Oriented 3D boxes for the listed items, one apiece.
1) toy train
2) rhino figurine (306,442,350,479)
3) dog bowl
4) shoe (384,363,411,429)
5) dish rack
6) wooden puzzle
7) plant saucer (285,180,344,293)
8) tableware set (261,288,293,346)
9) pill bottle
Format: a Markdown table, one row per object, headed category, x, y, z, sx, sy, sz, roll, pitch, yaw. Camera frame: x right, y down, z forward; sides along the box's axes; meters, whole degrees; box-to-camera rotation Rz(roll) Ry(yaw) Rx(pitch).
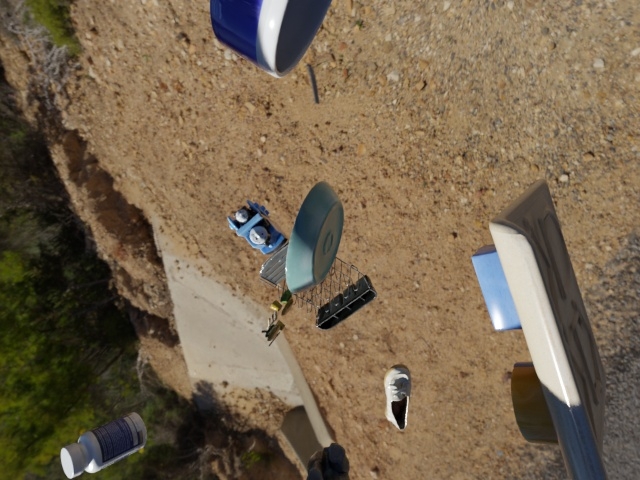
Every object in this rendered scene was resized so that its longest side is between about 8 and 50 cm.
| category | x | y | z | sx | sy | sz | roll | pitch | yaw |
| --- | --- | --- | --- | --- | --- | --- | --- | --- | --- |
| toy train | -0.134 | -0.025 | 0.887 | 0.080 | 0.184 | 0.105 | -41 | 83 | 1 |
| rhino figurine | 0.027 | 0.425 | 0.581 | 0.073 | 0.243 | 0.106 | -9 | 158 | -4 |
| dog bowl | -0.050 | -0.389 | 0.591 | 0.104 | 0.265 | 0.265 | 28 | 130 | -1 |
| shoe | 0.214 | 0.422 | 1.079 | 0.076 | 0.058 | 0.219 | -10 | 121 | -10 |
| dish rack | -0.015 | 0.111 | 1.041 | 0.271 | 0.074 | 0.208 | 34 | 121 | -27 |
| wooden puzzle | 0.282 | 0.100 | 0.510 | 0.080 | 0.348 | 0.322 | -16 | 95 | 34 |
| plant saucer | 0.000 | 0.000 | 0.410 | 0.021 | 0.119 | 0.119 | 15 | 129 | 17 |
| tableware set | -0.102 | 0.181 | 0.958 | 0.024 | 0.104 | 0.154 | 30 | 145 | 17 |
| pill bottle | -0.372 | 0.353 | 0.693 | 0.067 | 0.120 | 0.067 | 5 | 98 | 37 |
